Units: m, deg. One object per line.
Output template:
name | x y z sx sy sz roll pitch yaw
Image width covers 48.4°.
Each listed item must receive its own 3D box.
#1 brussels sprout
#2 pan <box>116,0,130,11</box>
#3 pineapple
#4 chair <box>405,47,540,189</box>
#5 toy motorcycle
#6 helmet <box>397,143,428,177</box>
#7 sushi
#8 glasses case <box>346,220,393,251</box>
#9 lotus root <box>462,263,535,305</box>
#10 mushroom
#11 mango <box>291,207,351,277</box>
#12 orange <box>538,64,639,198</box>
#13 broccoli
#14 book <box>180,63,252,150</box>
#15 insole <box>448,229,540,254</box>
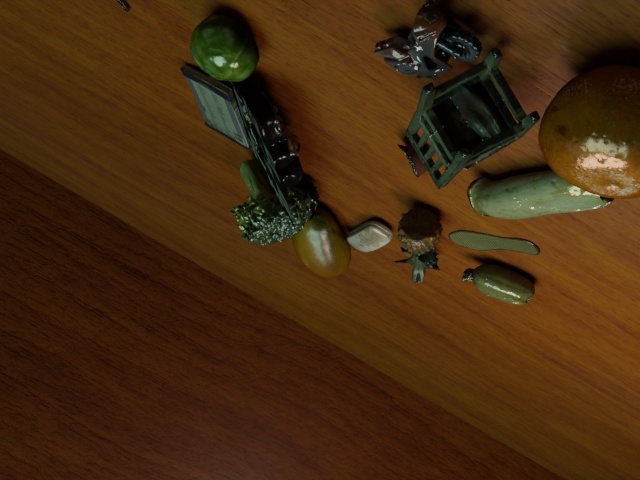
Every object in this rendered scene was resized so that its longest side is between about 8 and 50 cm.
brussels sprout | -0.200 -0.389 1.454 0.155 0.117 0.155 16 155 8
pan | -0.482 -0.565 1.526 0.115 0.040 0.212 22 159 34
pineapple | 0.248 0.013 1.828 0.130 0.119 0.277 5 157 11
chair | 0.251 -0.198 1.215 0.136 0.147 0.270 61 179 7
toy motorcycle | 0.164 -0.325 1.167 0.118 0.084 0.212 31 167 -29
helmet | 0.205 -0.180 1.508 0.084 0.049 0.065 60 -171 -7
sushi | -0.101 -0.242 1.689 0.296 0.100 0.373 61 173 29
glasses case | 0.137 -0.010 2.008 0.081 0.051 0.204 32 160 -10
lotus root | 0.455 0.106 1.815 0.183 0.077 0.090 20 151 18
mushroom | 0.418 -0.089 1.391 0.100 0.081 0.312 34 159 -30
mango | -0.005 0.002 2.109 0.176 0.139 0.254 7 136 34
orange | 0.441 -0.160 1.056 0.224 0.170 0.224 17 166 4
broccoli | -0.133 -0.115 1.952 0.243 0.247 0.263 60 -173 9
book | -0.254 -0.329 1.770 0.157 0.026 0.231 31 161 22
insole | 0.416 0.006 1.734 0.253 0.005 0.086 7 151 47
